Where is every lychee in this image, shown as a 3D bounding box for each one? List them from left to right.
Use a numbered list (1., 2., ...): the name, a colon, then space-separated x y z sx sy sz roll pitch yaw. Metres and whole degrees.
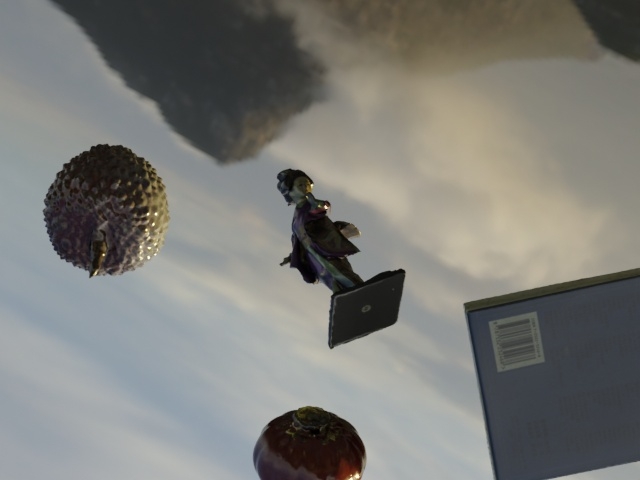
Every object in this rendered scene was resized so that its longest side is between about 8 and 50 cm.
1. lychee: -0.271 -0.032 1.833 0.165 0.165 0.197 27 -147 -15

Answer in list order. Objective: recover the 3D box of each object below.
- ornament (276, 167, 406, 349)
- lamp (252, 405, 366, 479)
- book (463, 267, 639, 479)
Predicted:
1. ornament: 0.002 -0.003 1.427 0.203 0.088 0.081 61 156 30
2. lamp: -0.009 0.192 1.278 0.101 0.090 0.101 2 -154 -1
3. book: 0.281 0.122 1.354 0.269 0.191 0.025 -12 -162 1
